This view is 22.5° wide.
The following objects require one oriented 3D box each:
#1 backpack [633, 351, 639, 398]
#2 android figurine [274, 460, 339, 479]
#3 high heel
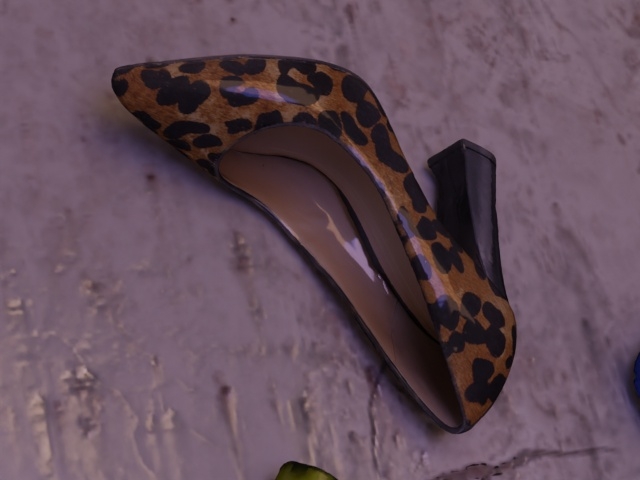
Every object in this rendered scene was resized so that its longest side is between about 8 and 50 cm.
[{"bbox_3d":[0.256,0.071,0.982,0.120,0.101,0.098,-30,76,-27],"label":"backpack"},{"bbox_3d":[-0.021,0.255,0.813,0.248,0.056,0.273,34,58,-7],"label":"android figurine"},{"bbox_3d":[0.000,0.000,0.903,0.261,0.093,0.186,17,56,-26],"label":"high heel"}]
